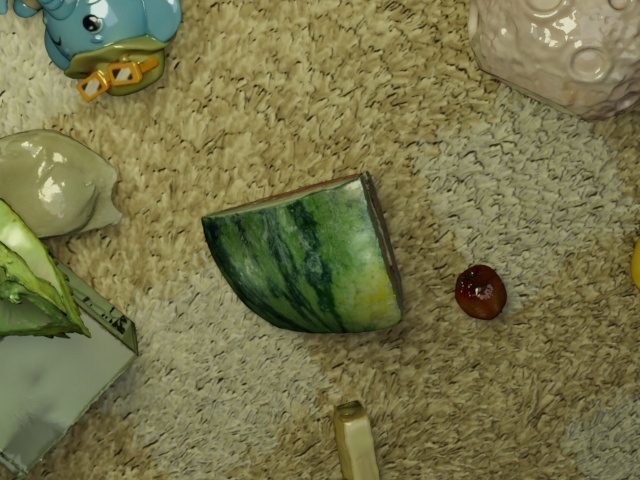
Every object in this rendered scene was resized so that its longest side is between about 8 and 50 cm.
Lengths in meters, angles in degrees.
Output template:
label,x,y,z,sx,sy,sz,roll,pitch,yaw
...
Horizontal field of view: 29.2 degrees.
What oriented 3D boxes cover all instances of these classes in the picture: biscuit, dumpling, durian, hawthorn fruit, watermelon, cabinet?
label,x,y,z,sx,sy,sz,roll,pitch,yaw
biscuit,0.057,0.318,1.709,0.052,0.056,0.188,-14,108,-10
dumpling,-0.330,-0.068,1.454,0.199,0.118,0.136,9,110,-12
durian,-0.417,0.009,1.278,0.163,0.198,0.394,-46,132,1
hawthorn fruit,0.219,0.072,1.673,0.077,0.077,0.077,-4,107,-14
watermelon,0.000,0.000,1.571,0.261,0.201,0.213,-7,116,33
cabinet,-0.346,0.148,1.500,0.145,0.150,0.206,43,92,-16

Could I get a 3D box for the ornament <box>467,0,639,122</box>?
label,x,y,z,sx,sy,sz,roll,pitch,yaw
ornament,0.310,-0.274,1.490,0.259,0.259,0.225,24,98,-20

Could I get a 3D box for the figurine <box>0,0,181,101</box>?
label,x,y,z,sx,sy,sz,roll,pitch,yaw
figurine,-0.272,-0.286,1.408,0.180,0.154,0.262,-36,95,7

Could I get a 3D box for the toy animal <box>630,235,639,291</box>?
label,x,y,z,sx,sy,sz,roll,pitch,yaw
toy animal,0.629,0.023,1.670,0.277,0.247,0.345,39,93,-23
